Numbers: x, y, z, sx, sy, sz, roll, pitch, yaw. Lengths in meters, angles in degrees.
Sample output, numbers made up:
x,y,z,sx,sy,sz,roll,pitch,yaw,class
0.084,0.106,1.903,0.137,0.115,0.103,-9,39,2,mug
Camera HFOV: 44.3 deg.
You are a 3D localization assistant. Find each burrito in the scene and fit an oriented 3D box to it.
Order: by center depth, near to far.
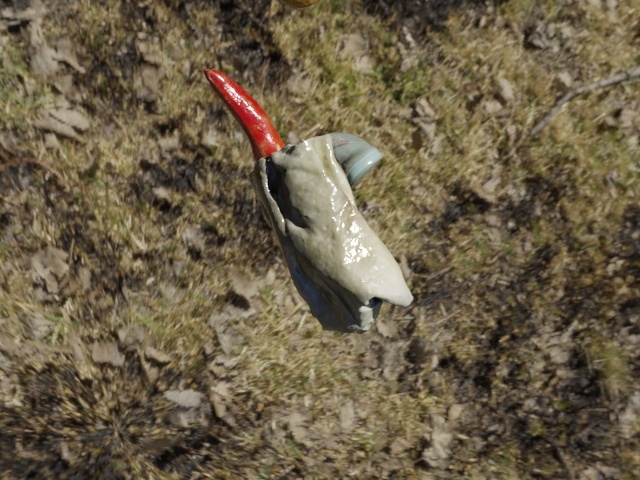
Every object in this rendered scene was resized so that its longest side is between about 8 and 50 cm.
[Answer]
x,y,z,sx,sy,sz,roll,pitch,yaw,class
0.002,-0.001,1.297,0.190,0.135,0.332,-30,79,25,burrito

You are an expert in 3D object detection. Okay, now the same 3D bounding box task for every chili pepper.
x,y,z,sx,sy,sz,roll,pitch,yaw,class
-0.127,-0.217,1.482,0.272,0.063,0.071,57,28,-20,chili pepper

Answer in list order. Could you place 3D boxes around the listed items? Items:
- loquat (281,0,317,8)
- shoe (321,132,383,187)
x,y,z,sx,sy,sz,roll,pitch,yaw,class
-0.042,-0.546,1.615,0.137,0.137,0.113,-52,137,-19,loquat
0.039,-0.159,1.459,0.103,0.251,0.100,-39,100,-2,shoe
